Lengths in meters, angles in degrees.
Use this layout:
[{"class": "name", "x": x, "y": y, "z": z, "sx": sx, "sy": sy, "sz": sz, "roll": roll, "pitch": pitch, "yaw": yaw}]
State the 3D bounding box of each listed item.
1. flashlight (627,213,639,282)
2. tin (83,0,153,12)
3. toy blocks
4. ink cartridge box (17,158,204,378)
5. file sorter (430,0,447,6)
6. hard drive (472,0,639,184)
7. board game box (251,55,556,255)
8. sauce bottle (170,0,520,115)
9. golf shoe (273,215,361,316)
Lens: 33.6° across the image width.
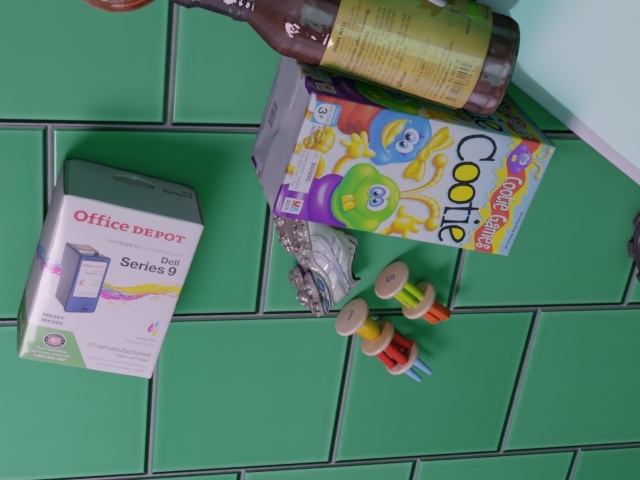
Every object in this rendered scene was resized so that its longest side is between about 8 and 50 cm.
[{"class": "flashlight", "x": 0.553, "y": 0.000, "z": 1.355, "sx": 0.304, "sy": 0.103, "sz": 0.103, "roll": -5, "pitch": 119, "yaw": -11}, {"class": "tin", "x": -0.190, "y": -0.299, "z": 0.943, "sx": 0.106, "sy": 0.040, "sz": 0.190, "roll": -13, "pitch": 88, "yaw": -7}, {"class": "toy blocks", "x": 0.110, "y": 0.109, "z": 1.329, "sx": 0.123, "sy": 0.054, "sz": 0.148, "roll": -43, "pitch": 121, "yaw": 13}, {"class": "ink cartridge box", "x": -0.234, "y": 0.034, "z": 1.169, "sx": 0.154, "sy": 0.093, "sz": 0.212, "roll": 13, "pitch": 114, "yaw": -21}, {"class": "file sorter", "x": 0.098, "y": -0.378, "z": 0.952, "sx": 0.173, "sy": 0.193, "sz": 0.278, "roll": 23, "pitch": 112, "yaw": -29}, {"class": "hard drive", "x": 0.348, "y": -0.205, "z": 1.127, "sx": 0.353, "sy": 0.047, "sz": 0.233, "roll": 37, "pitch": 107, "yaw": -6}, {"class": "board game box", "x": 0.084, "y": -0.096, "z": 1.145, "sx": 0.275, "sy": 0.142, "sz": 0.144, "roll": 9, "pitch": 118, "yaw": -20}, {"class": "sauce bottle", "x": 0.024, "y": -0.220, "z": 1.051, "sx": 0.344, "sy": 0.111, "sz": 0.111, "roll": 16, "pitch": 116, "yaw": -10}, {"class": "golf shoe", "x": 0.000, "y": 0.000, "z": 1.240, "sx": 0.086, "sy": 0.069, "sz": 0.176, "roll": -29, "pitch": 129, "yaw": -21}]
